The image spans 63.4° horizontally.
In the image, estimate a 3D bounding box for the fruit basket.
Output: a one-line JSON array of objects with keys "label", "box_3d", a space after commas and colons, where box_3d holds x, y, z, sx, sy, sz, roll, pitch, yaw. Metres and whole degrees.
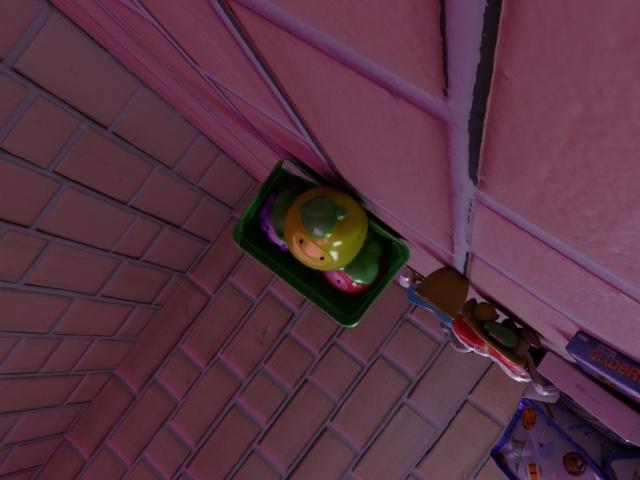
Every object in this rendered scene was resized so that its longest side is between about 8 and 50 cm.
[{"label": "fruit basket", "box_3d": [0.000, 0.000, 1.146, 0.392, 0.283, 0.392, 33, -163, -11]}]

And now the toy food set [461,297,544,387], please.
[{"label": "toy food set", "box_3d": [0.403, 0.192, 1.098, 0.218, 0.071, 0.128, 39, -157, -3]}]

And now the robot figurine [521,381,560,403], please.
[{"label": "robot figurine", "box_3d": [0.824, 0.597, 1.793, 0.278, 0.209, 0.173, 37, -168, -18]}]

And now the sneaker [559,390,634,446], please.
[{"label": "sneaker", "box_3d": [0.615, 0.366, 1.132, 0.086, 0.085, 0.237, 48, 171, -22]}]

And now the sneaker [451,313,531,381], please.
[{"label": "sneaker", "box_3d": [0.509, 0.287, 1.494, 0.279, 0.107, 0.118, 33, 159, 27]}]

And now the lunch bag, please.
[{"label": "lunch bag", "box_3d": [0.650, 0.544, 1.159, 0.328, 0.238, 0.385, 12, -161, -24]}]

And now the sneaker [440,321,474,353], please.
[{"label": "sneaker", "box_3d": [0.587, 0.372, 1.981, 0.180, 0.124, 0.321, 33, -170, -6]}]

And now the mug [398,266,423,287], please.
[{"label": "mug", "box_3d": [0.295, 0.115, 1.719, 0.064, 0.078, 0.062, 61, -170, -67]}]

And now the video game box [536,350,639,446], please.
[{"label": "video game box", "box_3d": [0.486, 0.271, 0.839, 0.187, 0.048, 0.205, 23, -172, -20]}]

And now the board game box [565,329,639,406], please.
[{"label": "board game box", "box_3d": [0.452, 0.210, 0.713, 0.136, 0.035, 0.201, 37, 179, -44]}]

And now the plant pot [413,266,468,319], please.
[{"label": "plant pot", "box_3d": [0.257, 0.101, 1.073, 0.081, 0.083, 0.081, 36, 179, -7]}]

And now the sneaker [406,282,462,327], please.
[{"label": "sneaker", "box_3d": [0.393, 0.204, 1.664, 0.229, 0.087, 0.092, 33, -161, 26]}]

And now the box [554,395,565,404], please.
[{"label": "box", "box_3d": [0.777, 0.550, 1.481, 0.168, 0.167, 0.203, 38, 179, -39]}]

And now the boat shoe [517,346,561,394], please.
[{"label": "boat shoe", "box_3d": [0.518, 0.292, 1.254, 0.228, 0.080, 0.076, -41, -67, -75]}]
